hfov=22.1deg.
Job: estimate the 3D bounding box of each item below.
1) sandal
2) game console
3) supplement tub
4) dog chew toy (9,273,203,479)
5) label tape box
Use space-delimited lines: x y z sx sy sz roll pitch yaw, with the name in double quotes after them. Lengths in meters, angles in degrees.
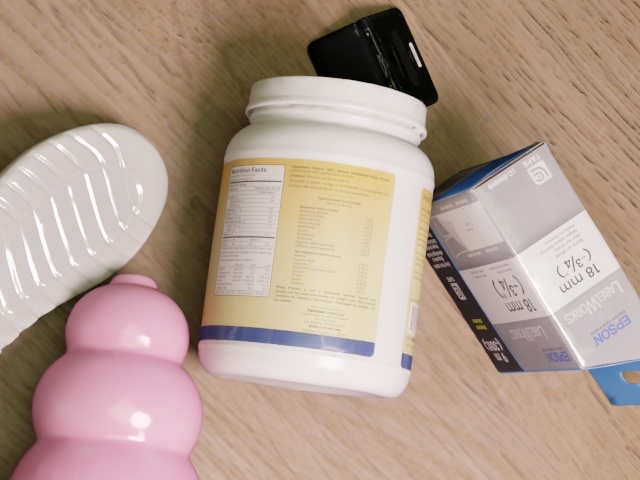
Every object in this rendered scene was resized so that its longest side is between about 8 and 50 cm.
-0.335 0.013 1.717 0.416 0.102 0.169 -42 122 -29 "sandal"
0.062 -0.194 1.898 0.107 0.071 0.122 -26 93 -46 "game console"
0.000 0.000 1.750 0.228 0.228 0.316 10 82 -14 "supplement tub"
-0.212 0.199 1.698 0.207 0.206 0.331 9 74 -14 "dog chew toy"
0.248 0.071 1.803 0.106 0.240 0.333 -34 94 -16 "label tape box"
